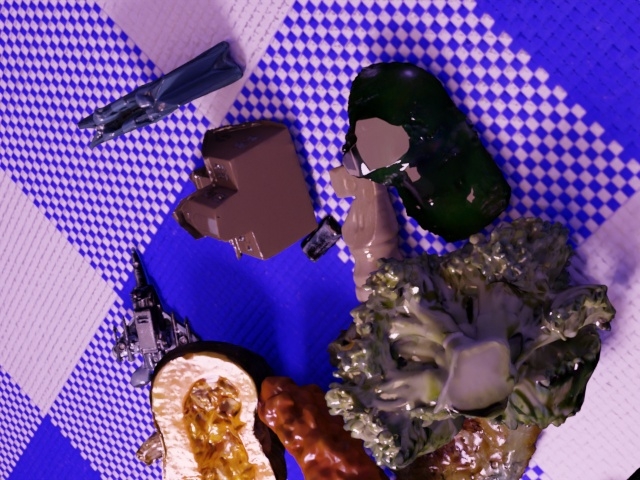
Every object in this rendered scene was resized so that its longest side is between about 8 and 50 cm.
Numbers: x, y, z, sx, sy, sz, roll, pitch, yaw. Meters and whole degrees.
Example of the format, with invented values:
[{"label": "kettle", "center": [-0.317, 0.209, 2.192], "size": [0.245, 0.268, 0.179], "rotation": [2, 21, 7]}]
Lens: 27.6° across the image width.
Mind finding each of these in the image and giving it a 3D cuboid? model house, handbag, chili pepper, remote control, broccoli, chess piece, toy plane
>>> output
[{"label": "model house", "center": [-0.151, -0.073, 1.944], "size": [0.248, 0.176, 0.181], "rotation": [14, 128, 55]}, {"label": "handbag", "center": [-0.235, -0.205, 1.894], "size": [0.229, 0.179, 0.062], "rotation": [-19, 103, 45]}, {"label": "chili pepper", "center": [0.126, -0.111, 1.678], "size": [0.148, 0.116, 0.265], "rotation": [-29, 97, 45]}, {"label": "remote control", "center": [0.000, 0.000, 1.944], "size": [0.039, 0.014, 0.096], "rotation": [49, 139, 4]}, {"label": "broccoli", "center": [0.192, 0.126, 1.643], "size": [0.317, 0.338, 0.277], "rotation": [-11, 94, 66]}, {"label": "chess piece", "center": [0.070, -0.020, 1.830], "size": [0.090, 0.090, 0.200], "rotation": [-6, 102, 44]}, {"label": "toy plane", "center": [-0.298, 0.132, 2.255], "size": [0.169, 0.078, 0.246], "rotation": [-7, 111, 15]}]

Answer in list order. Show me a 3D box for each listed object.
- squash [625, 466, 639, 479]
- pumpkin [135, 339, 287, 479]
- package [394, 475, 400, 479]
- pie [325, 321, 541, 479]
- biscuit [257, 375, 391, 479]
[{"label": "squash", "center": [0.477, 0.373, 1.594], "size": [0.252, 0.252, 0.165], "rotation": [35, 137, 19]}, {"label": "pumpkin", "center": [-0.177, 0.304, 2.128], "size": [0.242, 0.232, 0.325], "rotation": [-6, 102, 2]}, {"label": "package", "center": [0.145, 0.409, 2.076], "size": [0.077, 0.033, 0.111], "rotation": [21, 135, 19]}, {"label": "pie", "center": [0.156, 0.239, 1.900], "size": [0.354, 0.103, 0.288], "rotation": [6, 127, 38]}, {"label": "biscuit", "center": [0.029, 0.343, 1.965], "size": [0.318, 0.110, 0.312], "rotation": [53, 178, 25]}]
